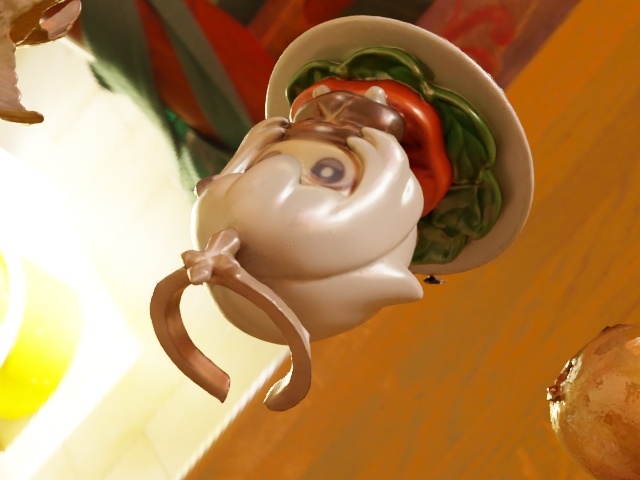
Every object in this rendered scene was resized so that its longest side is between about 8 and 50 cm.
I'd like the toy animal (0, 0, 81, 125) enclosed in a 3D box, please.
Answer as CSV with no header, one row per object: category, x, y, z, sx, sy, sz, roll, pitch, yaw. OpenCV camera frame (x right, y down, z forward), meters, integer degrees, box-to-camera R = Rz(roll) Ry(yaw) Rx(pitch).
toy animal,-0.238,-0.164,0.854,0.219,0.155,0.095,-81,6,-62

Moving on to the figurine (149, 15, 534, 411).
figurine,0.000,0.000,0.480,0.132,0.132,0.153,-9,28,40

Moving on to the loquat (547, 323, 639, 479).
loquat,0.265,0.139,0.999,0.163,0.163,0.137,-19,37,36
